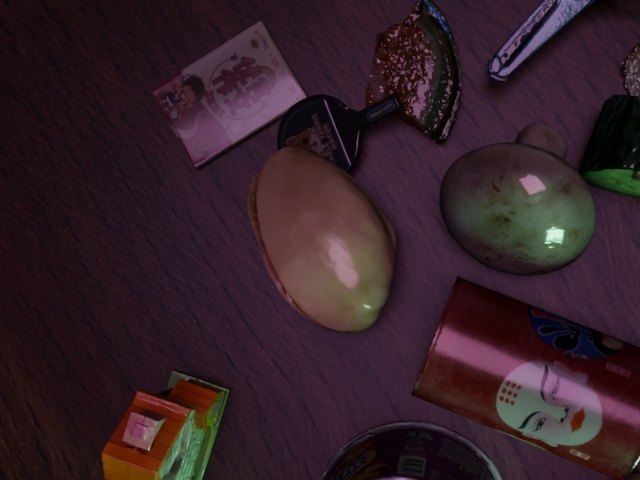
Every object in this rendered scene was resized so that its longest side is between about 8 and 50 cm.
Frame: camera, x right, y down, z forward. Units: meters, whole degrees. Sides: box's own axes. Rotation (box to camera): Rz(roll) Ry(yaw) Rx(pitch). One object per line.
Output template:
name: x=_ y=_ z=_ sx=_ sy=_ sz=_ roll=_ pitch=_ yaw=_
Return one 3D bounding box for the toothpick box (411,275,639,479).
toothpick box: x=0.328 y=0.206 z=1.419 sx=0.334 sy=0.204 sz=0.204 roll=20 pitch=90 yaw=8

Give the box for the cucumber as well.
cucumber: x=0.499 y=-0.131 z=1.431 sx=0.191 sy=0.191 sz=0.130 roll=22 pitch=92 yaw=9

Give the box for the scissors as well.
scissors: x=0.411 y=-0.390 z=1.462 sx=0.393 sy=0.032 sz=0.180 roll=-44 pitch=84 yaw=5

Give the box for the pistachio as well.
pistachio: x=0.000 y=0.000 z=1.482 sx=0.214 sy=0.193 sz=0.318 roll=-28 pitch=75 yaw=-29

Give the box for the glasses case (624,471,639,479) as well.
glasses case: x=0.439 y=0.437 z=1.452 sx=0.196 sy=0.083 sz=0.050 roll=-39 pitch=81 yaw=3

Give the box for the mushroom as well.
mushroom: x=0.318 y=-0.073 z=1.449 sx=0.244 sy=0.243 sz=0.243 roll=0 pitch=87 yaw=8

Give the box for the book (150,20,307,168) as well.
book: x=-0.158 y=-0.249 z=1.602 sx=0.232 sy=0.022 sz=0.162 roll=-31 pitch=84 yaw=7

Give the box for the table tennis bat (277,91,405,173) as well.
table tennis bat: x=0.031 y=-0.181 z=1.539 sx=0.236 sy=0.027 sz=0.150 roll=-23 pitch=86 yaw=26

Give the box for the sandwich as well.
sandwich: x=0.159 y=-0.287 z=1.527 sx=0.159 sy=0.079 sz=0.234 roll=11 pitch=89 yaw=9

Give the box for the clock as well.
clock: x=-0.253 y=0.336 z=1.471 sx=0.106 sy=0.255 sz=0.219 roll=17 pitch=91 yaw=9

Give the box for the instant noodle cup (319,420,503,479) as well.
instant noodle cup: x=0.131 y=0.461 z=1.405 sx=0.340 sy=0.266 sz=0.339 roll=0 pitch=88 yaw=8

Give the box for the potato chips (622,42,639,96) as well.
potato chips: x=0.556 y=-0.288 z=1.499 sx=0.142 sy=0.026 sz=0.209 roll=0 pitch=89 yaw=5
